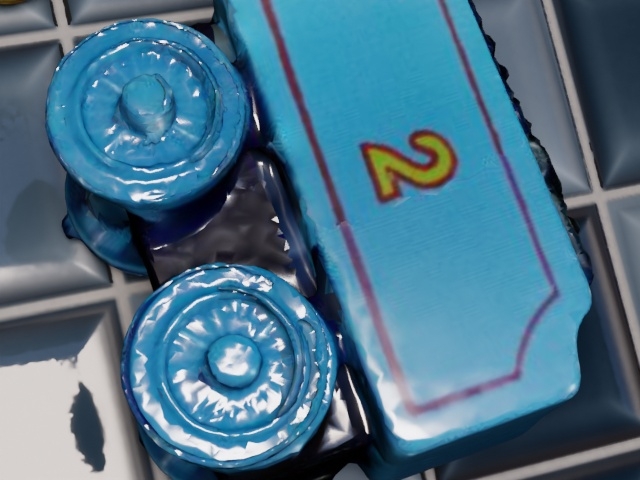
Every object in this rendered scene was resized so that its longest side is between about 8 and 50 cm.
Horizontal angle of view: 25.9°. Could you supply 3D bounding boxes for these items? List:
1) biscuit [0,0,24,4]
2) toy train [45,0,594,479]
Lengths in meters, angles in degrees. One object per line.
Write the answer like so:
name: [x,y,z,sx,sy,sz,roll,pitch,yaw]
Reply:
biscuit: [-0.210,-0.260,0.870,0.158,0.035,0.240,-3,79,-14]
toy train: [0.000,0.000,0.774,0.265,0.188,0.300,-18,76,-10]
